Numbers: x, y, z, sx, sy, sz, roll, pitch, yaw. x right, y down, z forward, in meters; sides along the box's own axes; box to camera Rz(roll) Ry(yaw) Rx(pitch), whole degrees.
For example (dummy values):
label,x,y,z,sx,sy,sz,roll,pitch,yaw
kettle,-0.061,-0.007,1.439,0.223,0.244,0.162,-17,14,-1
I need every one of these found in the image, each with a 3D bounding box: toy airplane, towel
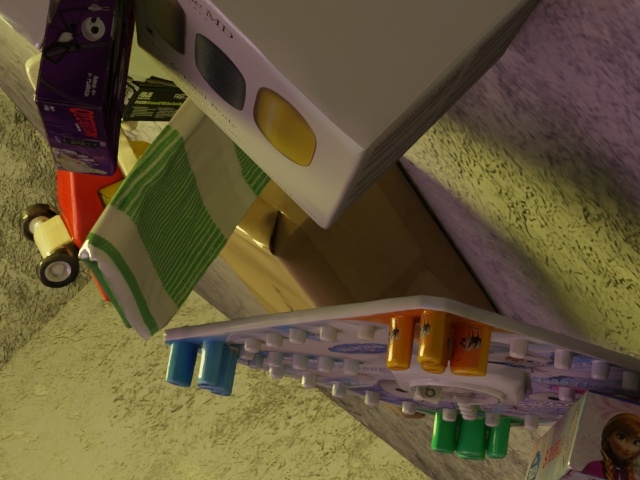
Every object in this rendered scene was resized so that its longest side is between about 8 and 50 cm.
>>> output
label,x,y,z,sx,sy,sz,roll,pitch,yaw
toy airplane,-0.267,-0.132,2.294,0.384,0.273,0.386,146,115,-69
towel,-0.078,-0.076,1.441,0.038,0.325,0.248,35,167,15

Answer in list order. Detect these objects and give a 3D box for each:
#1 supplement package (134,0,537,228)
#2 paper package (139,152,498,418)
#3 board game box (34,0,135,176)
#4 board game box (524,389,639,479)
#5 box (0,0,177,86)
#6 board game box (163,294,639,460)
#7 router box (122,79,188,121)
label,x,y,z,sx,sy,sz,roll,pitch,yaw
supplement package,0.012,-0.162,1.100,0.199,0.198,0.262,44,170,3
paper package,0.000,0.000,1.891,0.309,0.168,0.325,33,165,47
board game box,-0.139,-0.232,1.130,0.056,0.346,0.208,8,171,-8
board game box,0.333,0.212,1.334,0.319,0.065,0.318,16,166,3
box,-0.218,-0.256,1.544,0.231,0.126,0.262,39,-164,28
board game box,0.118,0.133,1.461,0.390,0.050,0.390,18,163,-33
router box,-0.181,-0.152,1.593,0.092,0.038,0.122,36,-162,20
